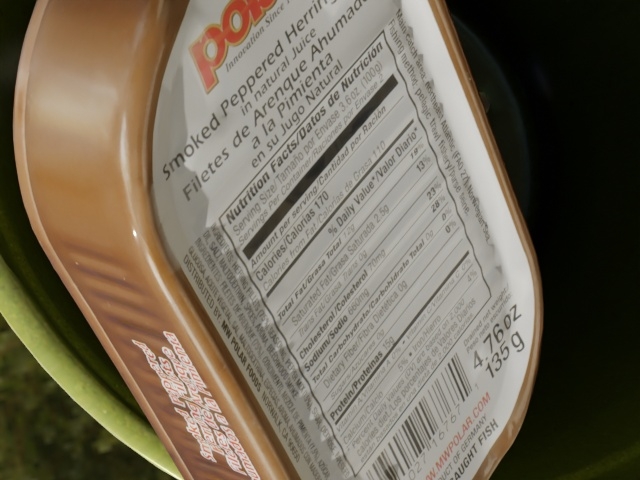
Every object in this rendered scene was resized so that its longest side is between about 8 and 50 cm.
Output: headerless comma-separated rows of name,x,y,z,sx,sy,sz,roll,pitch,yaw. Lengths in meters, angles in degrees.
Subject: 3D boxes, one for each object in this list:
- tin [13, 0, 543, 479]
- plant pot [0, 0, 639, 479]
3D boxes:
tin,0.000,0.000,0.409,0.106,0.040,0.189,-54,-43,-29
plant pot,0.023,-0.057,0.770,0.353,0.367,0.366,137,119,-79
